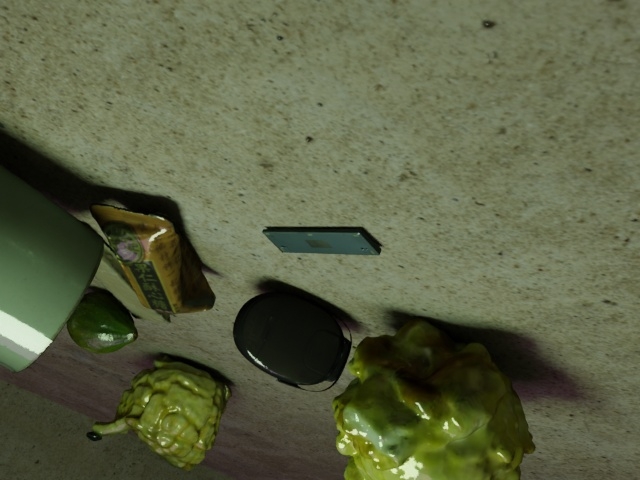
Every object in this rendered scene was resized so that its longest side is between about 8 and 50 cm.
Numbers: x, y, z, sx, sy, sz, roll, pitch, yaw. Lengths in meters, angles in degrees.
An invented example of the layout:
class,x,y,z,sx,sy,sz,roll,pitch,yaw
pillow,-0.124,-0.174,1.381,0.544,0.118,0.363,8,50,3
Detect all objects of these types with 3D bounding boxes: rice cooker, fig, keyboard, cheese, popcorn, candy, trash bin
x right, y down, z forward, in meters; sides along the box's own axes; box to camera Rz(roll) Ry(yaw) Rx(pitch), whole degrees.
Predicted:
class,x,y,z,sx,sy,sz,roll,pitch,yaw
rice cooker,-0.047,0.162,1.585,0.203,0.142,0.118,29,169,-20
fig,-0.430,0.173,1.947,0.156,0.123,0.123,18,163,47
keyboard,0.000,0.001,1.329,0.176,0.014,0.055,1,150,41
cheese,-0.379,0.065,1.793,0.085,0.034,0.400,9,156,20
popcorn,0.177,0.275,1.505,0.312,0.312,0.312,18,158,7
candy,-0.260,0.025,1.508,0.143,0.101,0.271,8,150,15
trash bin,-0.555,-0.021,1.375,0.432,0.280,0.280,36,154,-23
popcorn,-0.350,0.405,2.290,0.292,0.237,0.293,14,155,7
